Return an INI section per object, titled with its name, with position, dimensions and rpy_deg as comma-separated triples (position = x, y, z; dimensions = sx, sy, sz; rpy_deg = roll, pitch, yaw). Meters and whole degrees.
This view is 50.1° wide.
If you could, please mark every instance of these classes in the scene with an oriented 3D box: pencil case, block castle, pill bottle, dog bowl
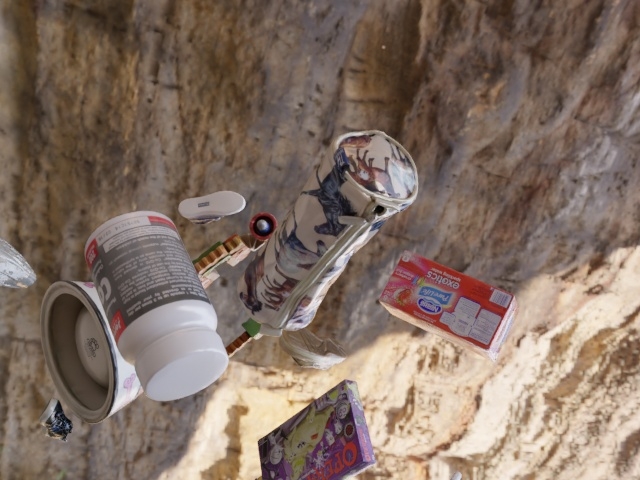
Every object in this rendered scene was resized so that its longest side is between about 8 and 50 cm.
[pencil case]
position = 0.000, 0.000, 1.202
dimensions = 0.410, 0.160, 0.183
rpy_deg = -53, -164, 38
[block castle]
position = -0.247, 0.153, 2.059
dimensions = 0.453, 0.303, 0.213
rpy_deg = -38, 169, -2
[pill bottle]
position = -0.266, 0.104, 1.112
dimensions = 0.283, 0.161, 0.161
rpy_deg = 59, -44, 31
[dog bowl]
position = -0.629, 0.298, 1.937
dimensions = 0.408, 0.150, 0.407
rpy_deg = 12, -73, 42

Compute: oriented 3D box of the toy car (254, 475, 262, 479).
[toy car]
position = -0.177, 0.801, 2.180
dimensions = 0.225, 0.239, 0.053
rpy_deg = -26, -94, 36

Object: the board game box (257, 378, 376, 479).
[board game box]
position = -0.021, 0.504, 1.638
dimensions = 0.347, 0.056, 0.208
rpy_deg = -42, -133, 30

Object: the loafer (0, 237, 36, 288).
[loafer]
position = -0.712, 0.047, 1.443
dimensions = 0.111, 0.112, 0.319
rpy_deg = -43, 161, -8

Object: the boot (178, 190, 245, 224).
[boot]
position = -0.289, -0.087, 1.894
dimensions = 0.086, 0.190, 0.069
rpy_deg = 54, 35, -67

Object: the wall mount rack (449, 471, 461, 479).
[wall mount rack]
position = 0.189, 0.657, 1.483
dimensions = 0.350, 0.130, 0.304
rpy_deg = -33, -142, 41

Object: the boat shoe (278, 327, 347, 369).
[boat shoe]
position = -0.035, 0.327, 1.988
dimensions = 0.098, 0.302, 0.109
rpy_deg = -42, -121, 15

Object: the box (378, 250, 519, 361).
[box]
position = 0.271, 0.137, 1.446
dimensions = 0.257, 0.122, 0.128
rpy_deg = 23, -102, 27

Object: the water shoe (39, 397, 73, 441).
[water shoe]
position = -0.710, 0.489, 1.866
dimensions = 0.203, 0.080, 0.073
rpy_deg = 119, -6, -56
